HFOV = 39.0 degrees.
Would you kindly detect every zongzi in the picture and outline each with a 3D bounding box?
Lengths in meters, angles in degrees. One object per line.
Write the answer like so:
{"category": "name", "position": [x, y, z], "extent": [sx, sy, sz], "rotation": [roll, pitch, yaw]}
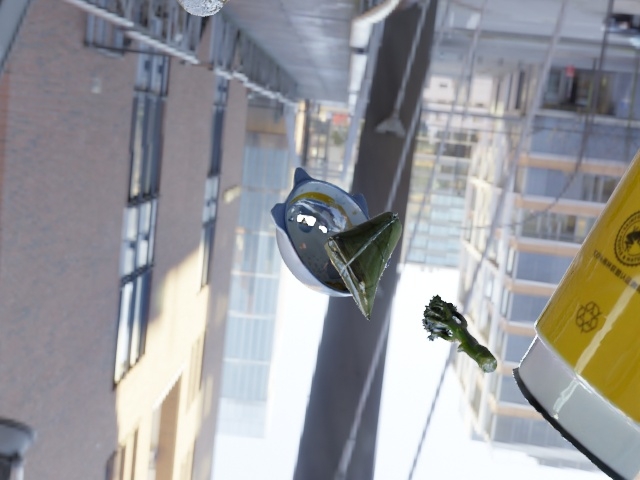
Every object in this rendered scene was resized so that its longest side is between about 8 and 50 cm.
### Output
{"category": "zongzi", "position": [0.073, 0.028, 1.110], "extent": [0.104, 0.113, 0.052], "rotation": [-25, 164, -17]}

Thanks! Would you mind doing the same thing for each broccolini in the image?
{"category": "broccolini", "position": [0.186, 0.137, 1.247], "extent": [0.058, 0.067, 0.216], "rotation": [-11, -162, -5]}

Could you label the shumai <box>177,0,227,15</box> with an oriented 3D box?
{"category": "shumai", "position": [-0.088, -0.349, 0.973], "extent": [0.153, 0.210, 0.161], "rotation": [11, 179, 34]}

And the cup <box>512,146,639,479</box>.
{"category": "cup", "position": [0.228, -0.006, 0.437], "extent": [0.196, 0.280, 0.196], "rotation": [31, -167, -8]}

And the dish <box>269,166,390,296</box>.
{"category": "dish", "position": [0.000, 0.000, 1.496], "extent": [0.236, 0.228, 0.086], "rotation": [41, 134, -20]}
